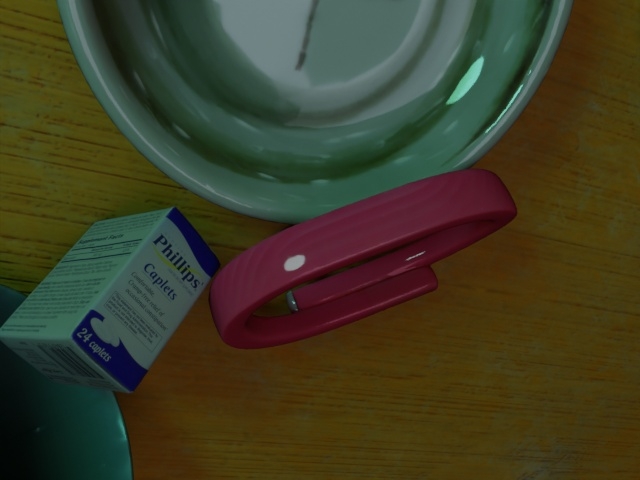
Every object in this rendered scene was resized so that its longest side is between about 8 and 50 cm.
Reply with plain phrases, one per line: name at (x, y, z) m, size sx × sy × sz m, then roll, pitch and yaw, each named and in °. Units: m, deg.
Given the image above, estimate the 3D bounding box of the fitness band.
fitness band at (0.040, 0.020, 0.584) m, size 0.291 × 0.054 × 0.209 m, roll -21°, pitch 159°, yaw -5°

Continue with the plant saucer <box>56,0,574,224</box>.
plant saucer at (0.005, -0.210, 0.501) m, size 0.401 × 0.100 × 0.400 m, roll -6°, pitch 116°, yaw -13°

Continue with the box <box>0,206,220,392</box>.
box at (-0.173, 0.048, 0.528) m, size 0.072 × 0.126 × 0.137 m, roll 54°, pitch 49°, yaw -31°

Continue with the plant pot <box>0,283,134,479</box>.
plant pot at (-0.341, 0.207, 0.506) m, size 0.235 × 0.293 × 0.293 m, roll -25°, pitch 121°, yaw 17°
